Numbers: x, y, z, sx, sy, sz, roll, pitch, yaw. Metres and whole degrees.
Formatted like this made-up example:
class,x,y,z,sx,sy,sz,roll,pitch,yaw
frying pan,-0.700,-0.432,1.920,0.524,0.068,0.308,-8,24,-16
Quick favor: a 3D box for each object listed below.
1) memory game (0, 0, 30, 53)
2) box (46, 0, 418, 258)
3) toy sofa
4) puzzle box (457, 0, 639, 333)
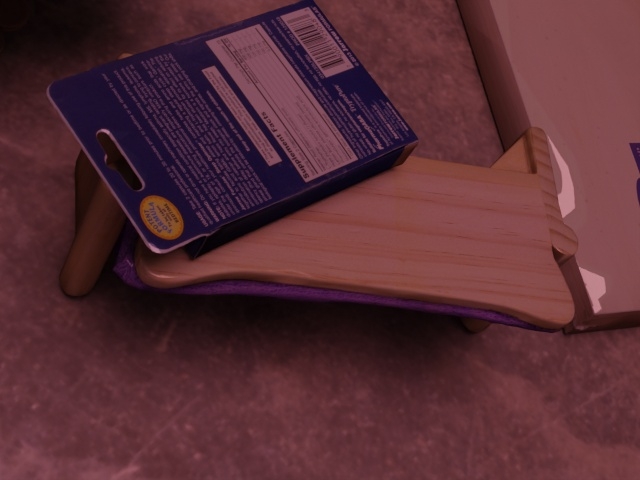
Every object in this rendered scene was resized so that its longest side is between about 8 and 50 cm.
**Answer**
class,x,y,z,sx,sy,sz,roll,pitch,yaw
memory game,-0.315,-0.202,0.889,0.186,0.012,0.186,11,61,-20
box,-0.057,-0.075,0.766,0.225,0.036,0.136,-25,73,-36
toy sofa,0.000,0.000,0.865,0.363,0.150,0.177,7,60,-22
puzzle box,0.294,-0.115,1.119,0.272,0.052,0.408,-2,66,-26
